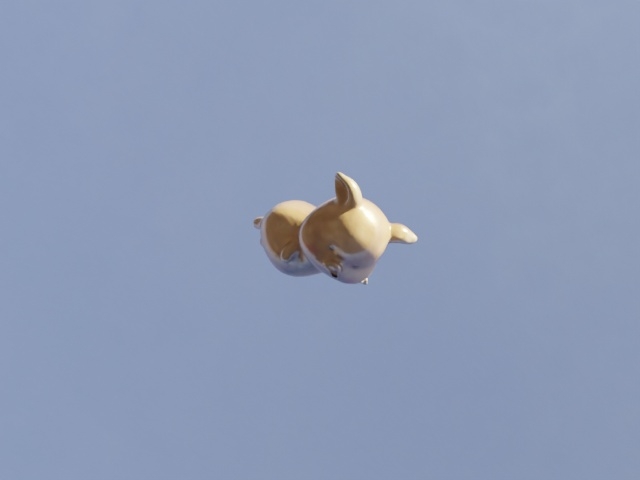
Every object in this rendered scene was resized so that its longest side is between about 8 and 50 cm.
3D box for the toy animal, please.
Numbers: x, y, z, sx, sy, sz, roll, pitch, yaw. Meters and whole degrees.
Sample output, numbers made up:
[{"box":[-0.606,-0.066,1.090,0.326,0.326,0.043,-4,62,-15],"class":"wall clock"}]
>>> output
[{"box":[0.001,-0.006,1.430,0.150,0.083,0.089,-5,-103,36],"class":"toy animal"}]
